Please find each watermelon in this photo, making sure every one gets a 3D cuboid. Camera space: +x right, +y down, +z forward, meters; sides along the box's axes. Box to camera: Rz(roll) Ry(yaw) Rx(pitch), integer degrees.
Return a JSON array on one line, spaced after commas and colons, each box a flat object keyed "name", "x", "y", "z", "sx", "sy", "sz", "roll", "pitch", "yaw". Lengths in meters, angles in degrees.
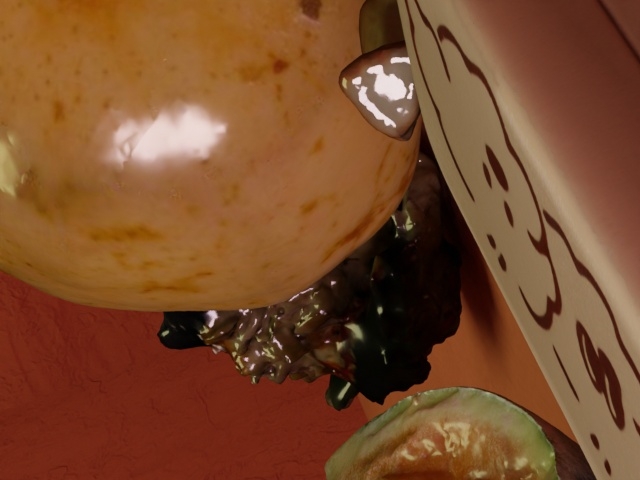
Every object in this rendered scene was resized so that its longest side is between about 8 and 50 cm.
[{"name": "watermelon", "x": 0.129, "y": 0.194, "z": 0.859, "sx": 0.175, "sy": 0.188, "sz": 0.322, "roll": -53, "pitch": 31, "yaw": 29}]

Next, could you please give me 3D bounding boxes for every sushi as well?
[{"name": "sushi", "x": 0.005, "y": 0.002, "z": 1.234, "sx": 0.238, "sy": 0.218, "sz": 0.225, "roll": 24, "pitch": -94, "yaw": -76}]

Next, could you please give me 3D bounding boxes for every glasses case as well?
[{"name": "glasses case", "x": 0.107, "y": 0.021, "z": 0.487, "sx": 0.144, "sy": 0.076, "sz": 0.336, "roll": 73, "pitch": 176, "yaw": -46}]

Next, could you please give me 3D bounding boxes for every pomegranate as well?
[{"name": "pomegranate", "x": -0.101, "y": -0.116, "z": 0.926, "sx": 0.342, "sy": 0.342, "sz": 0.342, "roll": 160, "pitch": 90, "yaw": -87}]

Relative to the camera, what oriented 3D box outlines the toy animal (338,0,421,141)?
[{"name": "toy animal", "x": 0.036, "y": -0.149, "z": 0.682, "sx": 0.157, "sy": 0.097, "sz": 0.312, "roll": -91, "pitch": -17, "yaw": -60}]
